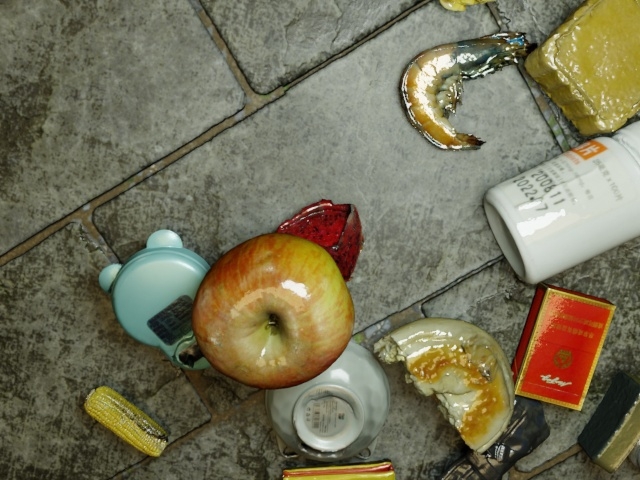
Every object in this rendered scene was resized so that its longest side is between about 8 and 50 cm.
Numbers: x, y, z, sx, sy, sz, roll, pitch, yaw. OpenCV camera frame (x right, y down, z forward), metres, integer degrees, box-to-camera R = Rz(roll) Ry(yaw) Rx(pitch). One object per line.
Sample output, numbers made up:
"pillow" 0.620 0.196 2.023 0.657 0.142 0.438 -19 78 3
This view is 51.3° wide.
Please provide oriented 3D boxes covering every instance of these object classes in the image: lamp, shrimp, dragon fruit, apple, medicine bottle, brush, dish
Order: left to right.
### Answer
"lamp" -0.294 0.134 1.342 0.209 0.147 0.284 -35 89 7
"apple" -0.083 0.127 1.259 0.301 0.301 0.302 0 99 0
"dragon fruit" 0.001 -0.001 1.365 0.161 0.120 0.127 10 138 20
"dish" 0.016 0.354 1.396 0.303 0.120 0.303 0 98 0
"shrimp" 0.308 -0.296 1.326 0.290 0.054 0.222 -20 98 3
"medicine bottle" 0.523 -0.082 1.285 0.371 0.211 0.211 -26 98 3
"brush" 0.625 0.378 1.402 0.059 0.123 0.197 28 97 -1

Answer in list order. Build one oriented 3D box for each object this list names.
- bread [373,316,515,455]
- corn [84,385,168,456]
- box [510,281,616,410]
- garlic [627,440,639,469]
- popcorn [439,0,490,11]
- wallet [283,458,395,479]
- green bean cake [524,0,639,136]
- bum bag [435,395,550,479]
"bread" 0.274 0.257 1.356 0.314 0.171 0.192 44 93 -8
"corn" -0.412 0.386 1.424 0.203 0.072 0.072 40 97 -8
"box" 0.504 0.223 1.406 0.153 0.074 0.240 14 98 -7
"garlic" 0.733 0.421 1.406 0.127 0.131 0.194 11 101 -32
"popcorn" 0.284 -0.526 1.251 0.140 0.163 0.194 -25 66 -15
"wallet" 0.044 0.551 1.457 0.241 0.067 0.141 -5 110 3
"green bean cake" 0.538 -0.338 1.272 0.224 0.131 0.230 -42 97 -6
"bum bag" 0.374 0.465 1.434 0.137 0.074 0.310 38 98 -20
